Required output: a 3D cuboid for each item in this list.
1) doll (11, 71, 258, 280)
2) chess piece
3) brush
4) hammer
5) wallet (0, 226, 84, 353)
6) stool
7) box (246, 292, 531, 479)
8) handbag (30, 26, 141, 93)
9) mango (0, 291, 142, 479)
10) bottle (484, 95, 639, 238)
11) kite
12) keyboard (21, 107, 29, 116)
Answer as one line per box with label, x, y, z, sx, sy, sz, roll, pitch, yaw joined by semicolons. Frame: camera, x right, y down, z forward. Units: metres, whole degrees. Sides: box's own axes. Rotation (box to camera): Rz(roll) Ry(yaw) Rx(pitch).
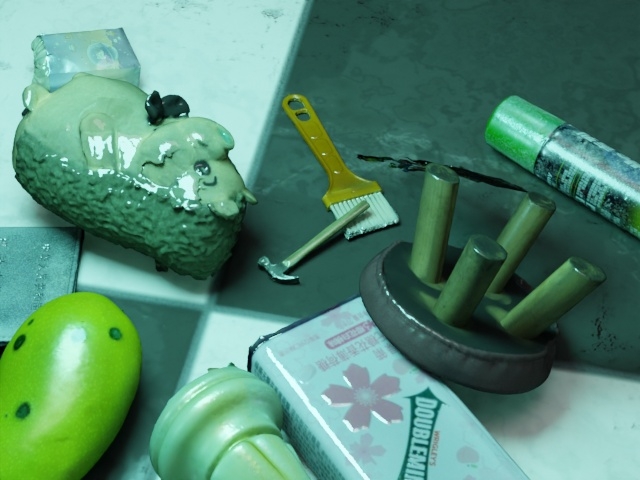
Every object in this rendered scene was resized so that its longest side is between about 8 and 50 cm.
doll;-0.248;-0.098;1.747;0.349;0.247;0.247;37;58;18
chess piece;-0.050;0.288;1.433;0.176;0.176;0.298;-31;49;-25
brush;0.013;-0.121;1.914;0.090;0.017;0.314;-16;50;-18
hammer;0.000;0.000;1.791;0.182;0.017;0.062;-37;61;-18
wallet;-0.411;0.064;1.733;0.167;0.036;0.222;0;48;0
stool;0.202;0.046;1.602;0.272;0.178;0.272;20;28;-12
box;0.079;0.236;1.539;0.190;0.112;0.369;-22;51;-25
handbag;-0.375;-0.276;1.988;0.173;0.095;0.117;-10;45;-21
mango;-0.322;0.195;1.557;0.175;0.143;0.293;16;60;16
bottle;0.390;-0.098;1.844;0.330;0.093;0.093;35;57;26
kite;0.168;-0.098;1.771;0.152;0.015;0.285;17;-2;-36
keyboard;-0.384;-0.190;1.972;0.155;0.010;0.053;18;52;15
